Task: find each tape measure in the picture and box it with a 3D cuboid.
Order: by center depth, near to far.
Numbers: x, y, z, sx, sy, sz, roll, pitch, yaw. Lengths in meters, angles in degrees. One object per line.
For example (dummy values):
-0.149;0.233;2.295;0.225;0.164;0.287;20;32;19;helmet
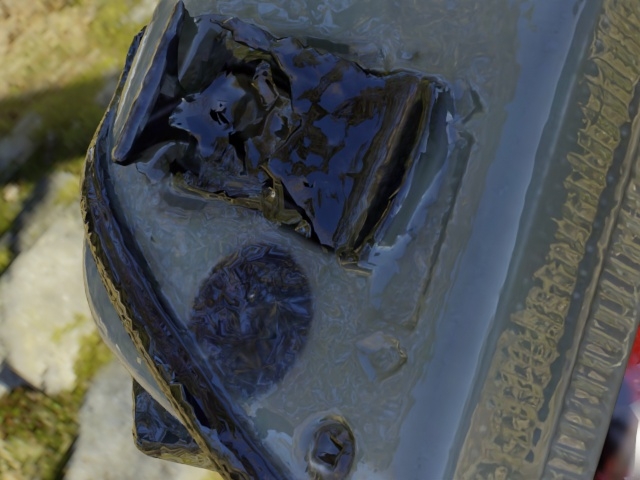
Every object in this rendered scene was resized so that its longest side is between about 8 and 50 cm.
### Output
0.000;0.000;0.589;0.231;0.133;0.271;11;83;40;tape measure

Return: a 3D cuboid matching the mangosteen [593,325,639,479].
0.147;0.158;0.802;0.235;0.235;0.261;-37;21;3;mangosteen
